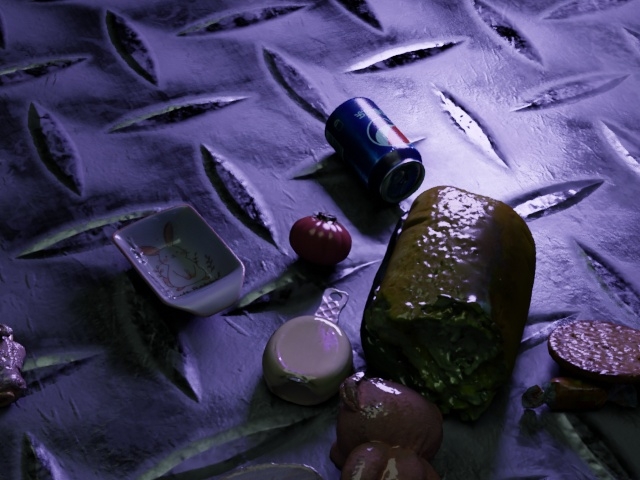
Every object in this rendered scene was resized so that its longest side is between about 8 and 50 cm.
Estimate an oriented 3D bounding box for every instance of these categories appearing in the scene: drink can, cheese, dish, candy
[{"bbox_3d":[0.099,-0.165,2.113,0.118,0.118,0.205,-19,50,-23],"label":"drink can"},{"bbox_3d":[-0.006,0.155,1.813,0.137,0.064,0.227,17,47,8],"label":"cheese"},{"bbox_3d":[-0.224,0.049,1.902,0.154,0.064,0.234,-24,50,-26],"label":"dish"},{"bbox_3d":[0.396,0.232,1.777,0.182,0.053,0.046,1,37,-6],"label":"candy"}]

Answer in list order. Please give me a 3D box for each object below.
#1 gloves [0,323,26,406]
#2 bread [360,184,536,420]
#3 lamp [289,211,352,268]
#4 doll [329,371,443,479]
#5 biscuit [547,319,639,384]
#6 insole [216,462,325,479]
[{"bbox_3d":[-0.495,0.180,1.732,0.110,0.094,0.144,-39,66,-22],"label":"gloves"},{"bbox_3d":[0.209,0.072,1.828,0.251,0.208,0.376,19,42,8],"label":"bread"},{"bbox_3d":[0.000,0.000,1.951,0.108,0.092,0.107,14,11,-3],"label":"lamp"},{"bbox_3d":[0.080,0.342,1.601,0.201,0.156,0.303,28,55,-36],"label":"doll"},{"bbox_3d":[0.448,0.176,1.819,0.188,0.027,0.188,3,24,-1],"label":"biscuit"},{"bbox_3d":[-0.158,0.367,1.562,0.348,0.009,0.119,-9,44,-13],"label":"insole"}]
